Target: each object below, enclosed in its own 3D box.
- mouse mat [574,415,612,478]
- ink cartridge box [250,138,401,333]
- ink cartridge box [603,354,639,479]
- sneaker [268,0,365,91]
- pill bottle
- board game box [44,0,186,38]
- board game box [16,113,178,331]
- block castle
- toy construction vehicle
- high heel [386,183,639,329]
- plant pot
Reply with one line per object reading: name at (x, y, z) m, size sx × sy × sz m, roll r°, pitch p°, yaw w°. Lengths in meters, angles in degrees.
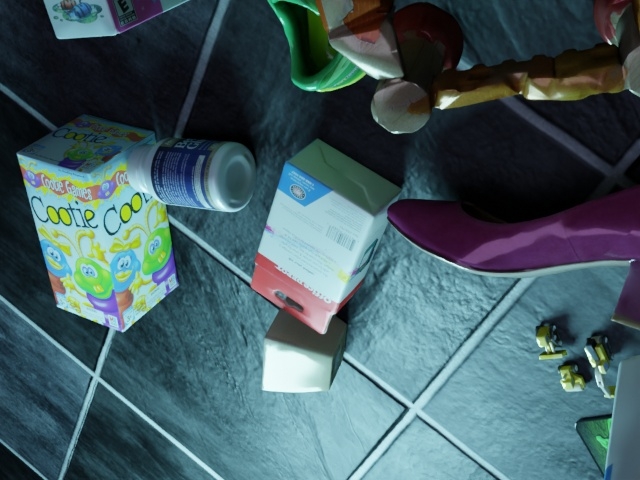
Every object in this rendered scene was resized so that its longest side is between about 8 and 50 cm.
mouse mat at (0.425, 0.293, 1.099) m, size 0.153 × 0.007 × 0.189 m, roll -20°, pitch 106°, yaw 42°
ink cartridge box at (0.000, 0.000, 1.146) m, size 0.134 × 0.078 × 0.231 m, roll 33°, pitch 133°, yaw 13°
ink cartridge box at (0.449, 0.319, 0.837) m, size 0.395 × 0.285 × 0.166 m, roll 42°, pitch 138°, yaw -21°
sneaker at (0.009, -0.290, 0.907) m, size 0.109 × 0.123 × 0.295 m, roll 14°, pitch 125°, yaw 27°
pill bottle at (-0.181, -0.093, 1.198) m, size 0.169 × 0.094 × 0.094 m, roll 8°, pitch 124°, yaw 31°
board game box at (-0.221, -0.397, 0.927) m, size 0.098 × 0.224 × 0.303 m, roll 5°, pitch 123°, yaw 34°
board game box at (-0.327, -0.026, 1.314) m, size 0.144 × 0.142 × 0.275 m, roll 16°, pitch 128°, yaw 26°
block castle at (0.137, -0.332, 0.722) m, size 0.303 × 0.213 × 0.453 m, roll -7°, pitch 123°, yaw 19°
toy construction vehicle at (0.309, 0.149, 1.060) m, size 0.086 × 0.035 × 0.098 m, roll -8°, pitch 115°, yaw 39°
high heel at (0.251, -0.036, 0.954) m, size 0.377 × 0.127 × 0.181 m, roll 19°, pitch 102°, yaw 28°
plant pot at (-0.019, 0.155, 1.256) m, size 0.096 × 0.109 × 0.109 m, roll 14°, pitch 128°, yaw 11°
